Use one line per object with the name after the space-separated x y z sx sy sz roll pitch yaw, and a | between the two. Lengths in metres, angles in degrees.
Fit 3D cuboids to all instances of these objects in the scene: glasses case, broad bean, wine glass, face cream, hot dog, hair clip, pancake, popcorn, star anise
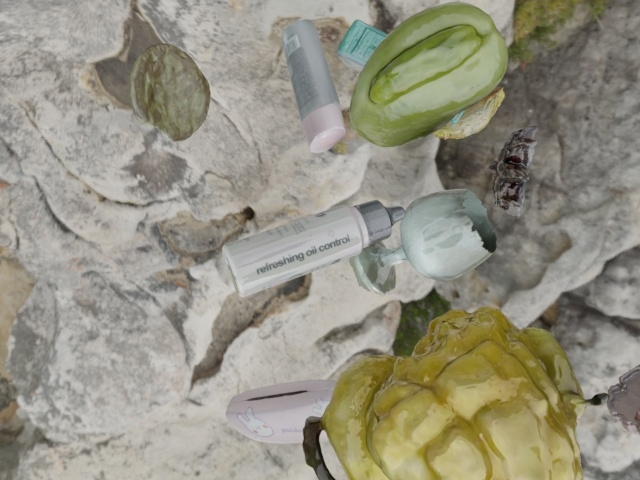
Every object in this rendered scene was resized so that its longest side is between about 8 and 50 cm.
-0.045 0.305 0.964 0.297 0.075 0.113 -20 123 34 | glasses case
0.086 -0.127 0.462 0.125 0.174 0.082 -23 80 -15 | broad bean
0.262 0.005 1.381 0.323 0.237 0.238 -28 128 31 | wine glass
-0.018 -0.321 1.132 0.073 0.107 0.269 -4 71 -30 | face cream
0.321 -0.259 1.159 0.169 0.078 0.061 -30 121 17 | hot dog
0.000 0.000 0.895 0.312 0.092 0.092 -19 119 -16 | face cream
0.549 0.185 0.811 0.300 0.173 0.069 -48 114 -26 | hair clip
-0.356 -0.347 1.294 0.236 0.042 0.222 -4 103 -55 | pancake
0.153 0.253 0.679 0.382 0.349 0.348 -9 122 20 | popcorn
0.499 -0.183 1.437 0.109 0.236 0.222 7 79 14 | star anise

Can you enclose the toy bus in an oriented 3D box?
0.151 -0.309 0.986 0.091 0.262 0.109 -59 162 7 | toy bus
